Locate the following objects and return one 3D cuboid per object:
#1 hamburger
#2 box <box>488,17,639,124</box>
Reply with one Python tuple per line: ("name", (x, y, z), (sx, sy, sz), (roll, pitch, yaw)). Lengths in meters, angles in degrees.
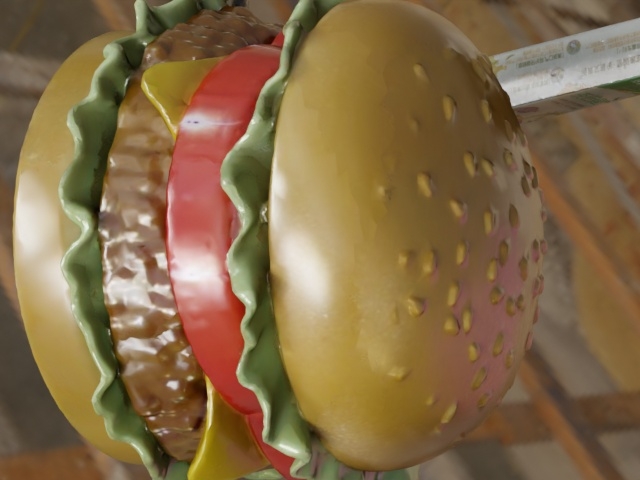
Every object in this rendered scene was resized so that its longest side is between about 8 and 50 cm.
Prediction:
("hamburger", (0.000, 0.000, 0.872), (0.274, 0.212, 0.274), (10, -101, -63))
("box", (0.168, -0.104, 1.021), (0.050, 0.207, 0.041), (14, -112, -56))
